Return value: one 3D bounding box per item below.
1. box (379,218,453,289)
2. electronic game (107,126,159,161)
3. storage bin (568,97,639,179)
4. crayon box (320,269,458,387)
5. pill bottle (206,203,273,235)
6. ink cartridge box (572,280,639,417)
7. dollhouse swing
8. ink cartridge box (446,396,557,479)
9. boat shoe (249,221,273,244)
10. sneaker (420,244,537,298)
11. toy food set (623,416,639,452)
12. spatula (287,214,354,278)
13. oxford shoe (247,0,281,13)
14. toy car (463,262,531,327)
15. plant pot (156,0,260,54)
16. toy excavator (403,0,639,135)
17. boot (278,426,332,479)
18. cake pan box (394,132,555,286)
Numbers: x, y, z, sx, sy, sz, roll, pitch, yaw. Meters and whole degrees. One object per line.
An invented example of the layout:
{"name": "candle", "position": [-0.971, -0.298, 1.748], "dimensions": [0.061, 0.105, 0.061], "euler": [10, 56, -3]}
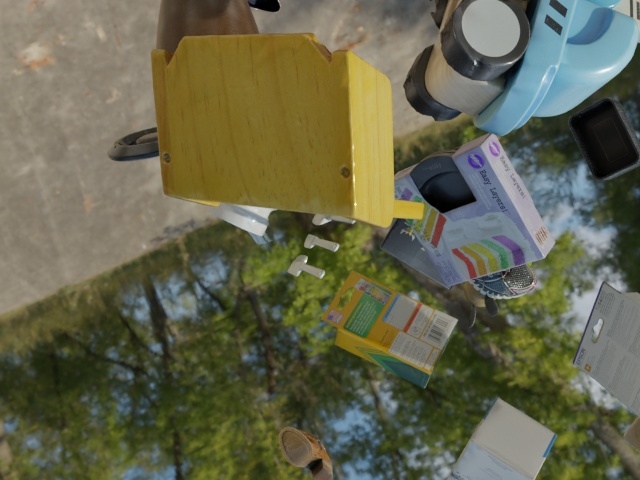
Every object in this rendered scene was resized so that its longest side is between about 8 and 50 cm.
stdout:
{"name": "box", "position": [0.308, 0.003, 2.428], "dimensions": [0.183, 0.232, 0.059], "euler": [-58, 175, 0]}
{"name": "electronic game", "position": [-0.403, -0.235, 2.118], "dimensions": [0.229, 0.048, 0.229], "euler": [-10, -160, 4]}
{"name": "storage bin", "position": [0.710, -0.250, 2.165], "dimensions": [0.122, 0.180, 0.084], "euler": [-28, 171, 29]}
{"name": "crayon box", "position": [0.182, 0.236, 2.365], "dimensions": [0.203, 0.322, 0.083], "euler": [-55, 164, -37]}
{"name": "pill bottle", "position": [-0.121, -0.161, 1.817], "dimensions": [0.279, 0.162, 0.162], "euler": [-65, -169, 1]}
{"name": "ink cartridge box", "position": [0.642, 0.226, 1.796], "dimensions": [0.045, 0.223, 0.224], "euler": [-9, -145, -32]}
{"name": "dollhouse swing", "position": [-0.021, -0.166, 1.357], "dimensions": [0.346, 0.315, 0.305], "euler": [7, -162, 33]}
{"name": "ink cartridge box", "position": [0.420, 0.537, 2.084], "dimensions": [0.171, 0.168, 0.233], "euler": [-43, 158, -46]}
{"name": "boat shoe", "position": [-0.239, -0.108, 2.406], "dimensions": [0.103, 0.302, 0.113], "euler": [-33, 172, 10]}
{"name": "sneaker", "position": [0.356, 0.037, 1.924], "dimensions": [0.112, 0.299, 0.121], "euler": [-19, -134, 66]}
{"name": "toy food set", "position": [0.826, 0.404, 1.958], "dimensions": [0.220, 0.092, 0.306], "euler": [-48, -172, -4]}
{"name": "spatula", "position": [0.000, 0.000, 1.729], "dimensions": [0.168, 0.019, 0.242], "euler": [-59, -165, -6]}
{"name": "oxford shoe", "position": [-0.240, -0.719, 2.360], "dimensions": [0.363, 0.133, 0.130], "euler": [12, 122, -48]}
{"name": "toy car", "position": [0.395, 0.112, 2.054], "dimensions": [0.155, 0.148, 0.188], "euler": [-42, -152, 50]}
{"name": "plant pot", "position": [-0.216, -0.415, 1.639], "dimensions": [0.215, 0.231, 0.215], "euler": [-8, 175, -1]}
{"name": "toy excavator", "position": [0.395, -0.318, 1.259], "dimensions": [0.222, 0.445, 0.433], "euler": [136, -26, -73]}
{"name": "boot", "position": [-0.047, 0.514, 2.203], "dimensions": [0.073, 0.197, 0.152], "euler": [-35, -160, 3]}
{"name": "cake pan box", "position": [0.286, -0.058, 1.697], "dimensions": [0.245, 0.267, 0.070], "euler": [-20, -163, 42]}
